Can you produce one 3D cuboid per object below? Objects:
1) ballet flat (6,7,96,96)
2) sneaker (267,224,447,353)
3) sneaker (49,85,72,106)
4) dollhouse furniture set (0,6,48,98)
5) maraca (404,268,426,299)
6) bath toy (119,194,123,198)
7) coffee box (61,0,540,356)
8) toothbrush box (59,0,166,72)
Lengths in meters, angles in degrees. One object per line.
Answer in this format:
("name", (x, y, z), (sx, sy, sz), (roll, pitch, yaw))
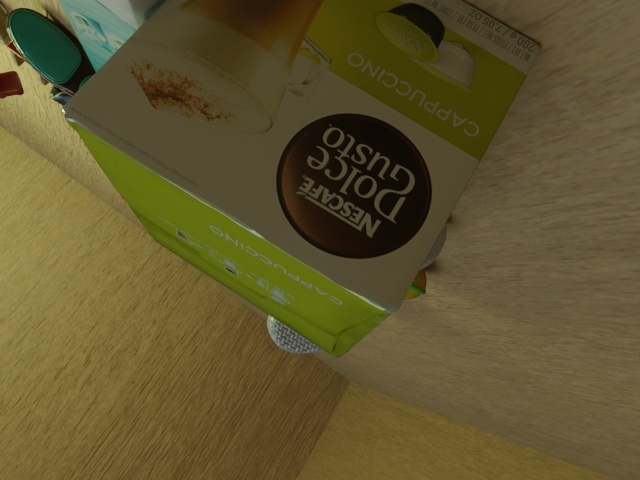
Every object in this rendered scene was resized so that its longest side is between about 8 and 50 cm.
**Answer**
("ballet flat", (-0.570, -0.395, 1.150), (0.342, 0.116, 0.124), (38, 180, -25))
("sneaker", (0.038, 0.050, 0.864), (0.210, 0.366, 0.137), (13, 136, 62))
("sneaker", (-0.675, -0.371, 1.348), (0.163, 0.086, 0.226), (34, 154, -35))
("dollhouse furniture set", (-0.860, -0.505, 1.166), (0.374, 0.201, 0.152), (35, 161, -4))
("maraca", (0.172, 0.071, 1.078), (0.127, 0.099, 0.186), (35, -174, -15))
("bath toy", (-0.568, -0.141, 1.691), (0.348, 0.129, 0.151), (30, 161, 12))
("coffee box", (-0.015, -0.097, 0.597), (0.337, 0.334, 0.338), (31, 161, 5))
("toothbrush box", (-0.174, -0.292, 0.564), (0.126, 0.216, 0.295), (31, 160, 7))
